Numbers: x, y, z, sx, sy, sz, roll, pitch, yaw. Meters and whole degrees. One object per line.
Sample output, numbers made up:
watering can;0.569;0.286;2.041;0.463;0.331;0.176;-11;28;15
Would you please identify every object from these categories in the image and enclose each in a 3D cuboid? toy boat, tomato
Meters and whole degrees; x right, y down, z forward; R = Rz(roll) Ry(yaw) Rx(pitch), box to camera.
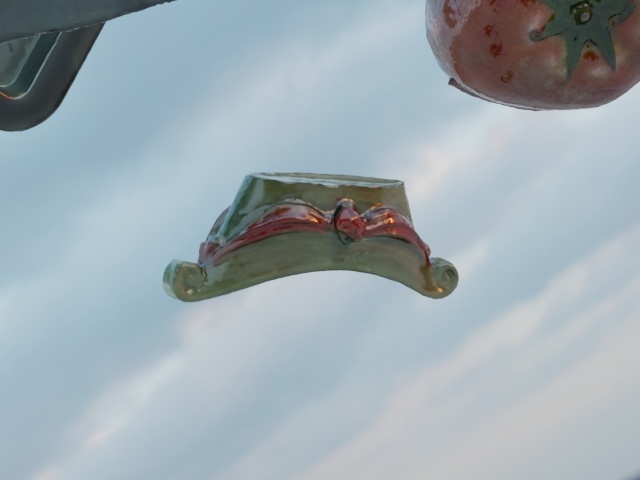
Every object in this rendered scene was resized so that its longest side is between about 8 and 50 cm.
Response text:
toy boat;-0.001;-0.001;1.003;0.185;0.071;0.089;1;9;-28
tomato;0.192;-0.187;1.364;0.225;0.085;0.225;-9;-62;-17

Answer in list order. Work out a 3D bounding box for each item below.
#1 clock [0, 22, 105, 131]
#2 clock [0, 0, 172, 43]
clock;-0.192;-0.223;0.879;0.273;0.049;0.279;27;-84;-36
clock;-0.072;-0.146;0.661;0.319;0.066;0.319;-14;21;5
